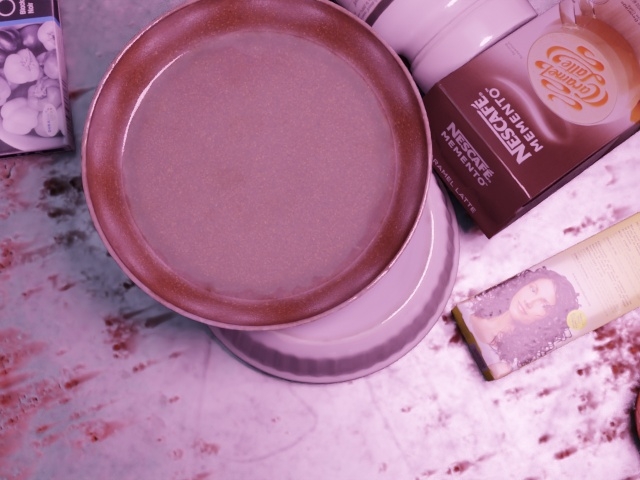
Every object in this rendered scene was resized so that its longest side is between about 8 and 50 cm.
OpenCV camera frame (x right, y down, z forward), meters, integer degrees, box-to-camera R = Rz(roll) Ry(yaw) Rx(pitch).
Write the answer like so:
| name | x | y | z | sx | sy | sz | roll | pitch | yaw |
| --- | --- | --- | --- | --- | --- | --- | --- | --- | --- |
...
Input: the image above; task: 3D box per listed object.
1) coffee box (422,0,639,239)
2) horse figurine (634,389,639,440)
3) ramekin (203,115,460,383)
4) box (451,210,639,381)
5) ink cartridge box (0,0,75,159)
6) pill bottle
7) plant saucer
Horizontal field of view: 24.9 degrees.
| name | x | y | z | sx | sy | sz | roll | pitch | yaw |
| --- | --- | --- | --- | --- | --- | --- | --- | --- | --- |
| coffee box | 0.220 | -0.131 | 1.373 | 0.246 | 0.098 | 0.141 | -35 | 83 | -26 |
| horse figurine | 0.390 | 0.117 | 1.387 | 0.263 | 0.066 | 0.174 | -41 | 97 | -7 |
| ramekin | 0.000 | 0.000 | 1.376 | 0.272 | 0.127 | 0.273 | 0 | 82 | 1 |
| box | 0.249 | 0.049 | 1.406 | 0.232 | 0.058 | 0.087 | -28 | 83 | -5 |
| ink cartridge box | -0.359 | -0.177 | 1.442 | 0.208 | 0.045 | 0.206 | -8 | 82 | 0 |
| pill bottle | 0.073 | -0.281 | 1.400 | 0.162 | 0.162 | 0.278 | -37 | 83 | -5 |
| plant saucer | -0.057 | -0.072 | 1.298 | 0.310 | 0.050 | 0.311 | 0 | 81 | -1 |
